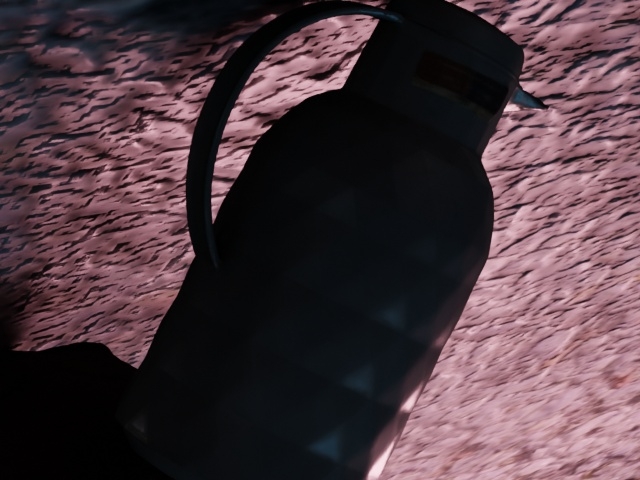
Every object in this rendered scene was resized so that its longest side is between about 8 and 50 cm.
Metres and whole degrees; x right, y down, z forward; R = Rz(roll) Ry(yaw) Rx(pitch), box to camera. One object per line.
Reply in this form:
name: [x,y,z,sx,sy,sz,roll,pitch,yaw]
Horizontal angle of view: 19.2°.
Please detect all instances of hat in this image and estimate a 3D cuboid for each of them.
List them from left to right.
hat: [-0.153,0.171,1.072,0.336,0.238,0.209,8,173,15]

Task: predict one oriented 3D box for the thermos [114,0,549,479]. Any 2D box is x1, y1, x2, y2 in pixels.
thermos: [0.000,0.000,1.005,0.182,0.145,0.286,25,91,-30]
